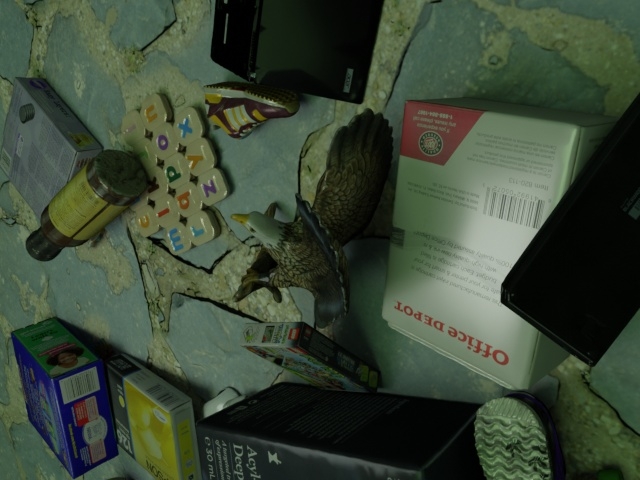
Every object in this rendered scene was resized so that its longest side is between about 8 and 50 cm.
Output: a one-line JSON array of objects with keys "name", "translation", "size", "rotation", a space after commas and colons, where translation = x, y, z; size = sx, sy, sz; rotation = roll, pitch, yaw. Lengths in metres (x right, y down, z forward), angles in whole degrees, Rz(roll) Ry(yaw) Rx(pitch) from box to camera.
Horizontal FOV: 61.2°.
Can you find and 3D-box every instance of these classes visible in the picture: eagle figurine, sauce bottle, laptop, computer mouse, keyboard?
[{"name": "eagle figurine", "translation": [-0.009, -0.001, 0.720], "size": [0.298, 0.225, 0.226], "rotation": [-29, 76, 45]}, {"name": "sauce bottle", "translation": [-0.483, -0.056, 1.079], "size": [0.344, 0.111, 0.111], "rotation": [-29, 87, 32]}, {"name": "laptop", "translation": [-0.043, -0.345, 0.773], "size": [0.264, 0.137, 0.234], "rotation": [42, 128, 49]}, {"name": "computer mouse", "translation": [-0.222, 0.364, 1.107], "size": [0.106, 0.042, 0.193], "rotation": [50, 127, 13]}, {"name": "keyboard", "translation": [0.326, -0.023, 0.503], "size": [0.202, 0.033, 0.317], "rotation": [35, 93, -9]}]

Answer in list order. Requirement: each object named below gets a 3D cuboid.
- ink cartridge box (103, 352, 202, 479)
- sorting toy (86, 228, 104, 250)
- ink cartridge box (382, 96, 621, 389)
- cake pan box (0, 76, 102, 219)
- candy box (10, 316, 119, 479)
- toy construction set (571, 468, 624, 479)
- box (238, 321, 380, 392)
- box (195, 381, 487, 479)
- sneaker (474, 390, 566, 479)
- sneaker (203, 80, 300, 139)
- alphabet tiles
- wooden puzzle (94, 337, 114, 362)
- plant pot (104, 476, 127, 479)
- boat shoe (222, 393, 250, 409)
[{"name": "ink cartridge box", "translation": [-0.369, 0.438, 1.194], "size": [0.304, 0.072, 0.307], "rotation": [12, 110, 43]}, {"name": "sorting toy", "translation": [-0.521, -0.015, 1.206], "size": [0.083, 0.045, 0.075], "rotation": [52, 134, 11]}, {"name": "ink cartridge box", "translation": [0.192, -0.009, 0.621], "size": [0.207, 0.117, 0.282], "rotation": [24, 118, 43]}, {"name": "cake pan box", "translation": [-0.606, -0.179, 1.197], "size": [0.245, 0.070, 0.266], "rotation": [46, 125, 18]}, {"name": "candy box", "translation": [-0.627, 0.369, 1.318], "size": [0.317, 0.122, 0.268], "rotation": [16, 115, 43]}, {"name": "toy construction set", "translation": [0.401, 0.427, 0.532], "size": [0.237, 0.309, 0.257], "rotation": [-20, 100, 33]}, {"name": "box", "translation": [-0.011, 0.178, 0.813], "size": [0.114, 0.207, 0.036], "rotation": [-8, 56, 38]}, {"name": "box", "translation": [0.037, 0.397, 0.803], "size": [0.396, 0.212, 0.293], "rotation": [-6, 93, 36]}, {"name": "sneaker", "translation": [0.264, 0.333, 0.676], "size": [0.102, 0.146, 0.293], "rotation": [-2, 87, 32]}, {"name": "sneaker", "translation": [-0.104, -0.195, 0.836], "size": [0.186, 0.070, 0.083], "rotation": [21, 125, 36]}, {"name": "alphabet tiles", "translation": [-0.283, -0.119, 1.011], "size": [0.278, 0.021, 0.284], "rotation": [-21, 92, 38]}, {"name": "wooden puzzle", "translation": [-0.531, 0.268, 1.321], "size": [0.083, 0.006, 0.049], "rotation": [-35, 83, 38]}, {"name": "plant pot", "translation": [-0.489, 0.732, 1.309], "size": [0.274, 0.257, 0.256], "rotation": [52, 129, 32]}, {"name": "boat shoe", "translation": [-0.113, 0.374, 1.022], "size": [0.063, 0.066, 0.184], "rotation": [-33, 82, 20]}]
